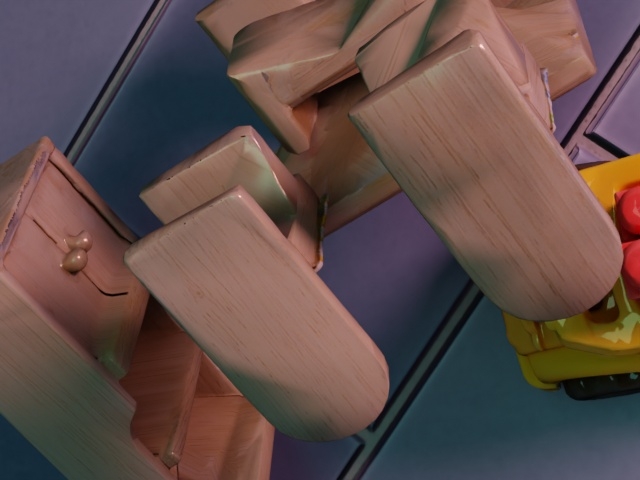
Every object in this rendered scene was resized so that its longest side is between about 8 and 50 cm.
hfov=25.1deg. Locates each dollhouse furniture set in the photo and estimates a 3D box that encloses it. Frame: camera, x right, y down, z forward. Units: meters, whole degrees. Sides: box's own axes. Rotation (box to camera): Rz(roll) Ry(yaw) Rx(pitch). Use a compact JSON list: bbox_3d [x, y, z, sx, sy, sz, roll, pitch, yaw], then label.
[{"bbox_3d":[0.000,0.000,0.858,0.394,0.362,0.256,-31,115,19],"label":"dollhouse furniture set"}]

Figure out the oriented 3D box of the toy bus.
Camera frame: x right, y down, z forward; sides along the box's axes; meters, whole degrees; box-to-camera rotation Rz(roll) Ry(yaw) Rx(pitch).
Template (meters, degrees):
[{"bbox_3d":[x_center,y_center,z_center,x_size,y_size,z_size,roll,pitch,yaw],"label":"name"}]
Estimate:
[{"bbox_3d":[0.186,0.012,0.817,0.220,0.211,0.149,-14,81,25],"label":"toy bus"}]
